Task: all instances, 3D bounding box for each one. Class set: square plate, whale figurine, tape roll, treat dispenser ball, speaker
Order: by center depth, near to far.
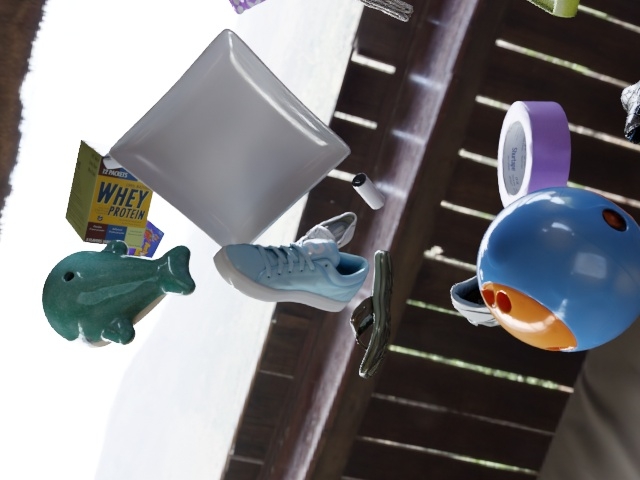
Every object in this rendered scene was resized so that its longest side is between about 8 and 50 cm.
[{"bbox_3d":[0.421,0.050,1.146,0.288,0.288,0.288,-166,90,-80],"label":"treat dispenser ball"},{"bbox_3d":[-0.361,0.078,1.156,0.141,0.272,0.216,64,-170,-57],"label":"whale figurine"},{"bbox_3d":[-0.177,-0.183,1.312,0.344,0.347,0.049,-42,25,14],"label":"square plate"},{"bbox_3d":[0.514,-0.199,1.596,0.275,0.090,0.275,180,90,-88],"label":"tape roll"},{"bbox_3d":[0.154,-0.157,2.099,0.055,0.136,0.055,-19,51,25],"label":"speaker"}]

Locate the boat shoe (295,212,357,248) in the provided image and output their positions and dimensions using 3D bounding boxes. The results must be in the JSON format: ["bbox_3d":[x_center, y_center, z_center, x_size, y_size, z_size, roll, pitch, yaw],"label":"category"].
[{"bbox_3d":[0.000,0.000,1.793,0.277,0.098,0.096,-40,-15,-38],"label":"boat shoe"}]

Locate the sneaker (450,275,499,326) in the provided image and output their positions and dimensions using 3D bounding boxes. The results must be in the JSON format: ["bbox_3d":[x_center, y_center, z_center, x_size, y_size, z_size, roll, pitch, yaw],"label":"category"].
[{"bbox_3d":[0.422,0.092,1.330,0.330,0.146,0.122,-23,57,27],"label":"sneaker"}]

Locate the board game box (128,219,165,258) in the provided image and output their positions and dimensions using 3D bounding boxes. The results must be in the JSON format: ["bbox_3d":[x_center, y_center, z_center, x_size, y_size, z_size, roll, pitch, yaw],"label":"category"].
[{"bbox_3d":[-0.654,0.110,2.059,0.347,0.078,0.233,-36,23,27],"label":"board game box"}]

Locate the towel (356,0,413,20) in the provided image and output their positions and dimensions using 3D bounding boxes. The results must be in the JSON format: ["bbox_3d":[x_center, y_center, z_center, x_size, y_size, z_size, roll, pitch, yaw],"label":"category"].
[{"bbox_3d":[0.196,-0.732,2.022,0.282,0.187,0.049,-64,-2,-67],"label":"towel"}]

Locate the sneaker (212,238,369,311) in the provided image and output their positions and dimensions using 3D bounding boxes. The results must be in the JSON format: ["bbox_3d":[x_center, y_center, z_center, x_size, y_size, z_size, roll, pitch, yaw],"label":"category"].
[{"bbox_3d":[-0.046,0.041,1.343,0.150,0.366,0.135,-52,50,23],"label":"sneaker"}]

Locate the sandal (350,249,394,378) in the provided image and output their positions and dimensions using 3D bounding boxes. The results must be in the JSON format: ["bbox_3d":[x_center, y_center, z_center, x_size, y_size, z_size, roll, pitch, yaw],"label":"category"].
[{"bbox_3d":[0.115,0.168,1.507,0.120,0.086,0.303,63,-149,-63],"label":"sandal"}]

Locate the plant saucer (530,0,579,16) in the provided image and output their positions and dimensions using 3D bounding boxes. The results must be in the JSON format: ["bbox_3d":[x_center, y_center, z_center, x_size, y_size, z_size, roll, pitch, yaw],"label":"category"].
[{"bbox_3d":[0.474,-0.575,1.413,0.045,0.188,0.188,-45,-23,-8],"label":"plant saucer"}]

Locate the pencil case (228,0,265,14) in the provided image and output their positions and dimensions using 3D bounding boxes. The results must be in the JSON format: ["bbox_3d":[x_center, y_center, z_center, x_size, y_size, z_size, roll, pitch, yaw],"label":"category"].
[{"bbox_3d":[-0.059,-0.418,1.015,0.088,0.206,0.086,56,-164,-68],"label":"pencil case"}]

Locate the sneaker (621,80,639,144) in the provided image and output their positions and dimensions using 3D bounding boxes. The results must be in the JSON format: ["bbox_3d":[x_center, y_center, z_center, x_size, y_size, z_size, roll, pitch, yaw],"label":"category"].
[{"bbox_3d":[0.634,-0.245,1.304,0.217,0.079,0.121,14,-87,-74],"label":"sneaker"}]

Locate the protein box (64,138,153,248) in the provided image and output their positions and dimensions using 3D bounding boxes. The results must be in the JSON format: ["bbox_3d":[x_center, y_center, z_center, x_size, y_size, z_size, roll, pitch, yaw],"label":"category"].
[{"bbox_3d":[-0.494,-0.111,1.539,0.200,0.136,0.201,30,108,53],"label":"protein box"}]

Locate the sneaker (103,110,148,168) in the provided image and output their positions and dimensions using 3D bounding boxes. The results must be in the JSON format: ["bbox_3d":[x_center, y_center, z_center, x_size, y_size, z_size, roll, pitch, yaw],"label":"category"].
[{"bbox_3d":[-0.345,-0.229,1.376,0.094,0.258,0.091,-96,-16,-74],"label":"sneaker"}]
